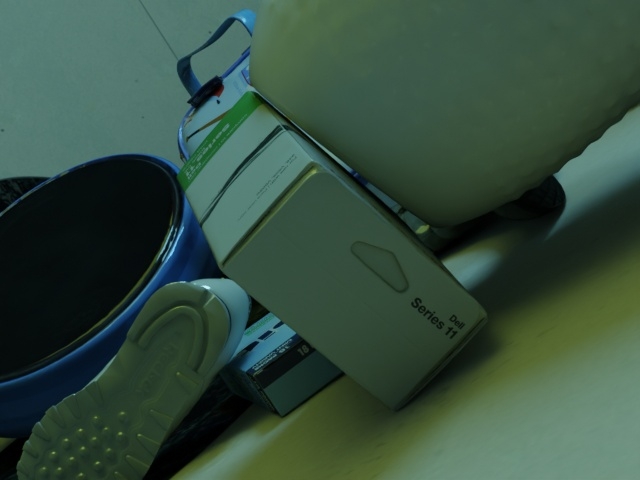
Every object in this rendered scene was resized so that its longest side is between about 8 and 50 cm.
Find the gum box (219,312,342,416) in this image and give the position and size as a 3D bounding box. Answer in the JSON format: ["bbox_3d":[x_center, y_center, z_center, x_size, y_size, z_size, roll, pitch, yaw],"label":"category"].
[{"bbox_3d":[0.001,0.067,1.086,0.157,0.041,0.184,-35,7,-13],"label":"gum box"}]

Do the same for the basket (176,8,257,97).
[{"bbox_3d":[-0.077,-0.160,1.928,0.201,0.289,0.255,-30,3,-25],"label":"basket"}]

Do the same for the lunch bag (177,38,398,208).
[{"bbox_3d":[-0.015,-0.107,1.428,0.243,0.115,0.303,-43,42,12],"label":"lunch bag"}]

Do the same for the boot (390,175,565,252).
[{"bbox_3d":[0.114,-0.022,1.153,0.161,0.083,0.246,-43,5,15],"label":"boot"}]

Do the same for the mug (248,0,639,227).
[{"bbox_3d":[0.110,-0.195,0.980,0.328,0.276,0.374,-52,14,5],"label":"mug"}]

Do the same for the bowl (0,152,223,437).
[{"bbox_3d":[-0.293,0.050,1.623,0.391,0.077,0.391,-22,37,18],"label":"bowl"}]

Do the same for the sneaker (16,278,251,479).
[{"bbox_3d":[-0.136,0.124,1.070,0.235,0.090,0.095,-46,-5,14],"label":"sneaker"}]

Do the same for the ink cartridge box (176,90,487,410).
[{"bbox_3d":[0.000,0.000,0.893,0.087,0.153,0.208,-48,20,4],"label":"ink cartridge box"}]

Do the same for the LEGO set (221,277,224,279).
[{"bbox_3d":[-0.208,0.039,1.891,0.132,0.107,0.287,-24,11,48],"label":"LEGO set"}]
